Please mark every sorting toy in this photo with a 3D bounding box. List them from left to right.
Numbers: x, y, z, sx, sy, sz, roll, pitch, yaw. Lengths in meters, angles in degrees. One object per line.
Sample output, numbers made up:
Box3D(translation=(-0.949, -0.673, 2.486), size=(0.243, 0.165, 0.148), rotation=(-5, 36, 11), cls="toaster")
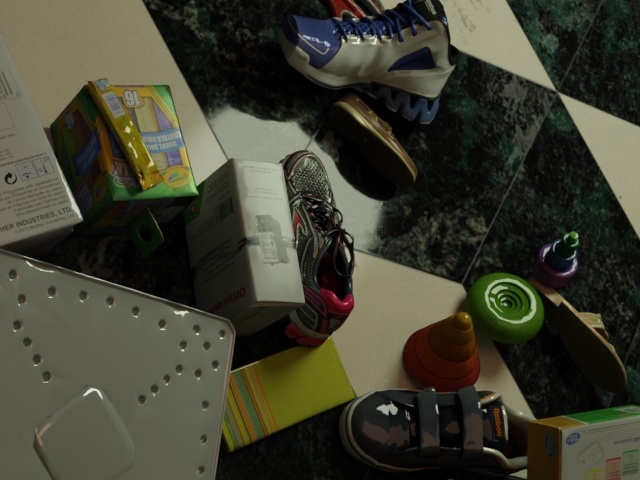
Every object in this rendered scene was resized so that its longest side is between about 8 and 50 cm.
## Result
Box3D(translation=(0.281, 0.087, 2.024), size=(0.365, 0.126, 0.127), rotation=(-34, 68, -32), cls="sorting toy")

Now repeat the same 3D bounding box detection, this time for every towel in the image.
Box3D(translation=(-0.058, 0.210, 1.842), size=(0.237, 0.021, 0.102), rotation=(-17, 85, -40), cls="towel")

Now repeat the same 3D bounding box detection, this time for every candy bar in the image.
Box3D(translation=(-0.251, -0.139, 1.697), size=(0.040, 0.018, 0.162), rotation=(-27, 85, -44), cls="candy bar")

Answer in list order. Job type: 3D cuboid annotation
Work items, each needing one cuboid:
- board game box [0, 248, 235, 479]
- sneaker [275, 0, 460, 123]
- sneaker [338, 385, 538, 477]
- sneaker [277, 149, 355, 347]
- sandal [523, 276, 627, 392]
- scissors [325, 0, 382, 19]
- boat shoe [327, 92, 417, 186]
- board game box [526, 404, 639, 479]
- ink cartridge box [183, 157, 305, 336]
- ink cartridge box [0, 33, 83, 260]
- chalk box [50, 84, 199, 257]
Box3D(translation=(-0.287, 0.240, 1.554), size=(0.390, 0.050, 0.390), rotation=(21, 70, -40), cls="board game box")
Box3D(translation=(0.096, -0.316, 2.070), size=(0.315, 0.182, 0.127), rotation=(17, 31, -33), cls="sneaker")
Box3D(translation=(0.187, 0.270, 1.917), size=(0.321, 0.127, 0.126), rotation=(10, 65, -30), cls="sneaker")
Box3D(translation=(0.000, 0.000, 1.913), size=(0.120, 0.112, 0.299), rotation=(9, 58, -31), cls="sneaker")
Box3D(translation=(0.428, 0.136, 2.173), size=(0.240, 0.088, 0.079), rotation=(45, 53, -2), cls="sandal")
Box3D(translation=(-0.003, -0.437, 2.184), size=(0.297, 0.021, 0.109), rotation=(49, 53, -5), cls="scissors")
Box3D(translation=(0.091, -0.162, 2.090), size=(0.178, 0.064, 0.060), rotation=(45, 53, -6), cls="boat shoe")
Box3D(translation=(0.404, 0.413, 1.955), size=(0.242, 0.064, 0.317), rotation=(-1, 93, -39), cls="board game box")
Box3D(translation=(-0.108, 0.014, 1.811), size=(0.086, 0.153, 0.209), rotation=(4, 68, -35), cls="ink cartridge box")
Box3D(translation=(-0.496, -0.141, 1.610), size=(0.270, 0.151, 0.396), rotation=(-20, 83, -39), cls="ink cartridge box")
Box3D(translation=(-0.258, -0.084, 1.764), size=(0.132, 0.132, 0.213), rotation=(-4, 70, -36), cls="chalk box")
